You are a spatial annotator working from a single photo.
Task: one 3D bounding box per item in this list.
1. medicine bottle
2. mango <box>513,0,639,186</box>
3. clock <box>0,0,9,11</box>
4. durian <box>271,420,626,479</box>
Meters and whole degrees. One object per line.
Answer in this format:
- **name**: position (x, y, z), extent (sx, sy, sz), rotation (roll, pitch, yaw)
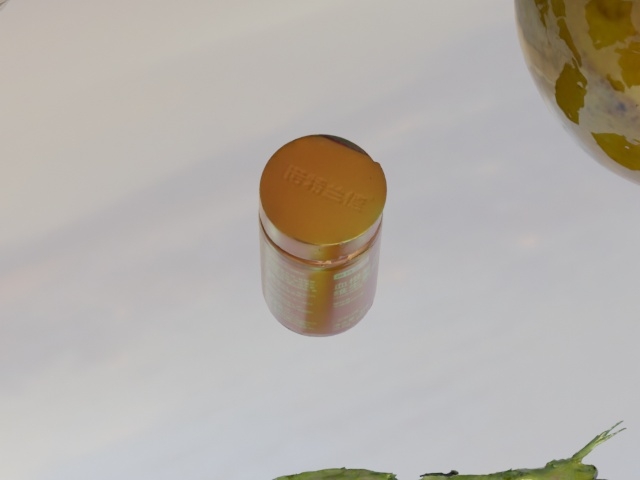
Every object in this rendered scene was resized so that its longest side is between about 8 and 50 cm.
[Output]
- **medicine bottle**: position (0.000, 0.000, 1.496), extent (0.096, 0.096, 0.192), rotation (-22, 158, -11)
- **mango**: position (0.314, -0.245, 1.404), extent (0.300, 0.445, 0.232), rotation (18, 168, 16)
- **clock**: position (-0.396, -0.312, 1.709), extent (0.244, 0.317, 0.200), rotation (-63, -176, -23)
- **durian**: position (0.089, 0.267, 1.612), extent (0.355, 0.169, 0.157), rotation (-12, 179, 25)
